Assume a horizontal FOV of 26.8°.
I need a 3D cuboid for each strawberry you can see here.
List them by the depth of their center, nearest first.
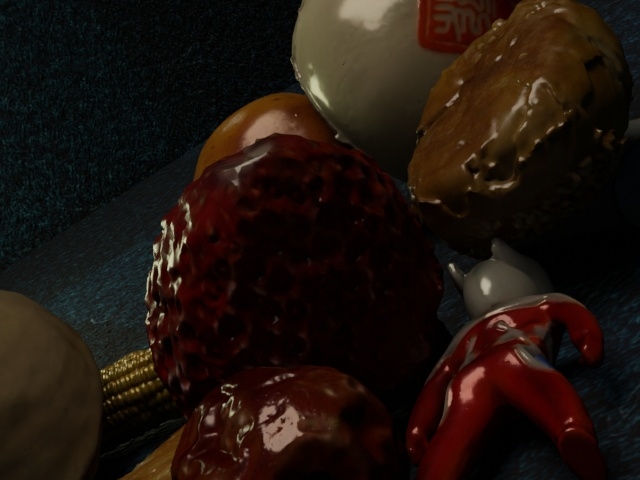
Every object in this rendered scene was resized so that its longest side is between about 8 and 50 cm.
[{"bbox_3d":[-0.035,0.034,1.245,0.292,0.310,0.292,-20,21,8],"label":"strawberry"}]

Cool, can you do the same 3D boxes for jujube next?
[{"bbox_3d":[-0.028,0.178,1.028,0.174,0.174,0.250,-32,0,-13],"label":"jujube"}]

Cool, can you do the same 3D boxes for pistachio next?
[{"bbox_3d":[-0.414,0.221,1.393,0.365,0.281,0.445,7,37,8],"label":"pistachio"}]

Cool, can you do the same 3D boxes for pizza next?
[{"bbox_3d":[-0.116,0.217,1.356,0.262,0.034,0.181,-35,15,-33],"label":"pizza"}]

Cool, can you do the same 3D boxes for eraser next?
[{"bbox_3d":[0.275,-0.058,1.471,0.227,0.081,0.174,-11,25,48],"label":"eraser"}]

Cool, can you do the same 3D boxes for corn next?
[{"bbox_3d":[-0.234,0.194,1.558,0.292,0.101,0.101,-28,14,15],"label":"corn"}]

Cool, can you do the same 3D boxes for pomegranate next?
[{"bbox_3d":[-0.036,-0.075,1.795,0.264,0.264,0.264,-27,14,7],"label":"pomegranate"}]

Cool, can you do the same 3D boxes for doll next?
[{"bbox_3d":[0.152,0.110,1.117,0.188,0.099,0.384,-30,18,20],"label":"doll"}]

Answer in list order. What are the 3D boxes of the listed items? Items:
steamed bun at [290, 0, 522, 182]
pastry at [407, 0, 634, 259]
[{"bbox_3d":[0.158,-0.248,1.737,0.241,0.374,0.374,-50,1,32],"label":"steamed bun"},{"bbox_3d":[0.204,-0.103,1.338,0.255,0.162,0.311,-39,21,37],"label":"pastry"}]
